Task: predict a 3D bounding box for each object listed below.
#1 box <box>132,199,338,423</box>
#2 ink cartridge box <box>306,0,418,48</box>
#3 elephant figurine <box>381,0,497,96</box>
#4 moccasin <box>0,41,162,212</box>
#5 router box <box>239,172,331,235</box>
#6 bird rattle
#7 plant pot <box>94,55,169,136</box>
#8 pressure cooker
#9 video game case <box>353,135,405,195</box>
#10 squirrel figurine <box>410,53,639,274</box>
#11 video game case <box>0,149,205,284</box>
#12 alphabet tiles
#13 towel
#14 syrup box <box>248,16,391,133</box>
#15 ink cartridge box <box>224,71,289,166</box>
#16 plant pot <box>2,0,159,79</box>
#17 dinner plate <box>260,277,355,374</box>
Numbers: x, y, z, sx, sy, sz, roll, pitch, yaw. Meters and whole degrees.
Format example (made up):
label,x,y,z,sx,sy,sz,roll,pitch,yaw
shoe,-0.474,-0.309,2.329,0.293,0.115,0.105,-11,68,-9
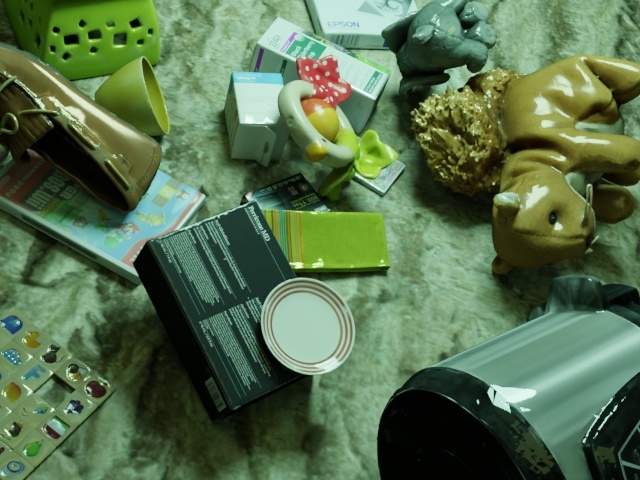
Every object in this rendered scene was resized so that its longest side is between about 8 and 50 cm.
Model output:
label,x,y,z,sx,sy,sz,roll,pitch,yaw
box,-0.122,0.099,1.445,0.184,0.103,0.261,-23,79,-28
ink cartridge box,0.083,-0.476,2.045,0.223,0.045,0.224,-3,53,-19
elephant figurine,0.189,-0.334,1.833,0.186,0.239,0.169,29,60,-23
moccasin,-0.428,-0.170,1.526,0.380,0.139,0.147,36,54,-20
router box,-0.058,-0.052,1.668,0.122,0.038,0.092,-24,64,-31
bird rattle,0.010,-0.202,1.681,0.207,0.143,0.253,-2,68,-60
plant pot,-0.318,-0.227,1.683,0.095,0.134,0.134,-16,55,3
pressure cooker,0.330,0.269,1.320,0.420,0.370,0.375,-18,50,-30
video game case,0.080,-0.137,1.797,0.122,0.011,0.087,32,51,9
squirrel figurine,0.346,-0.124,1.749,0.397,0.281,0.370,21,59,18
video game case,-0.354,-0.069,1.601,0.285,0.025,0.204,28,50,6
alphabet tiles,-0.433,0.196,1.376,0.237,0.009,0.198,35,51,12
towel,0.000,0.000,1.623,0.237,0.021,0.102,1,75,-24
syrup box,-0.004,-0.301,1.846,0.237,0.096,0.093,27,48,4
ink cartridge box,-0.109,-0.206,1.740,0.090,0.092,0.143,1,52,-16
plant pot,-0.409,-0.436,1.757,0.228,0.207,0.227,-15,58,-28
dinner plate,-0.019,0.121,1.416,0.141,0.017,0.141,10,64,-22
